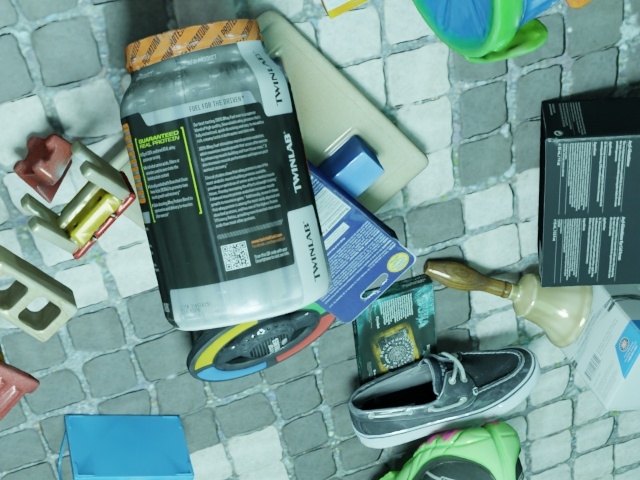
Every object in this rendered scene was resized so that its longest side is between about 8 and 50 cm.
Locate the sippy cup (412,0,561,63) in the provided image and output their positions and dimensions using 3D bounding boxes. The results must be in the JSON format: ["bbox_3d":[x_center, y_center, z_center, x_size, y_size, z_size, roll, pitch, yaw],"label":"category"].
[{"bbox_3d":[0.224,-0.354,1.291,0.224,0.305,0.240,-26,87,-15],"label":"sippy cup"}]

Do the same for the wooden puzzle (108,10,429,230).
[{"bbox_3d":[-0.064,-0.074,1.468,0.322,0.080,0.348,-42,129,12],"label":"wooden puzzle"}]

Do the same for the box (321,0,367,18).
[{"bbox_3d":[0.022,-0.334,1.341,0.081,0.028,0.136,-26,128,-1],"label":"box"}]

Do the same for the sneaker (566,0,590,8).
[{"bbox_3d":[0.373,-0.356,1.433,0.064,0.067,0.175,31,112,-37],"label":"sneaker"}]

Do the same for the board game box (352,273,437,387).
[{"bbox_3d":[0.113,0.142,1.733,0.126,0.026,0.186,-16,130,-11],"label":"board game box"}]

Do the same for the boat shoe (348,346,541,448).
[{"bbox_3d":[0.186,0.216,1.737,0.301,0.108,0.102,-17,134,0],"label":"boat shoe"}]

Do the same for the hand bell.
[{"bbox_3d":[0.265,0.069,1.705,0.242,0.126,0.126,16,119,-17],"label":"hand bell"}]

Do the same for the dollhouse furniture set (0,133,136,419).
[{"bbox_3d":[-0.363,0.040,1.373,0.374,0.201,0.152,-45,128,7],"label":"dollhouse furniture set"}]

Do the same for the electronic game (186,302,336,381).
[{"bbox_3d":[-0.077,0.131,1.588,0.229,0.048,0.229,-23,157,-11],"label":"electronic game"}]

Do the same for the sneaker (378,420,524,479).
[{"bbox_3d":[0.191,0.455,1.834,0.185,0.202,0.483,-7,152,-16],"label":"sneaker"}]

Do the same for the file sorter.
[{"bbox_3d":[-0.286,0.330,1.664,0.170,0.118,0.104,5,126,-24],"label":"file sorter"}]

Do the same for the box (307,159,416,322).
[{"bbox_3d":[0.000,0.000,1.462,0.225,0.036,0.136,39,105,-26],"label":"box"}]

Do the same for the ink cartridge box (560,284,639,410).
[{"bbox_3d":[0.442,0.143,1.753,0.082,0.191,0.140,4,124,-25],"label":"ink cartridge box"}]

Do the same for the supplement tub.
[{"bbox_3d":[-0.109,-0.073,1.274,0.193,0.193,0.316,-13,95,-12],"label":"supplement tub"}]

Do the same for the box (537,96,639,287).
[{"bbox_3d":[0.399,-0.064,1.608,0.184,0.103,0.261,0,129,8],"label":"box"}]
